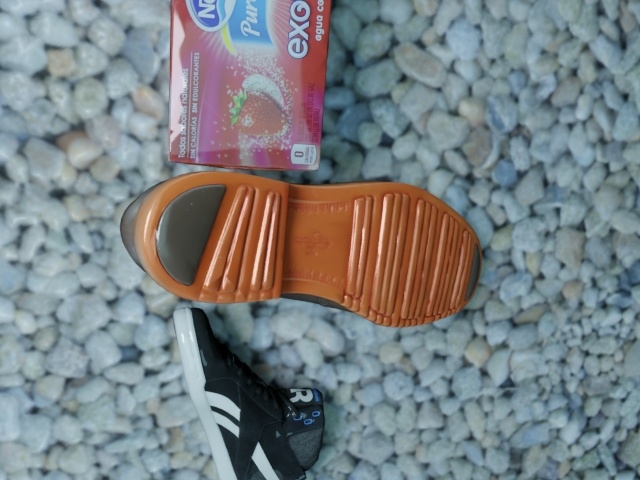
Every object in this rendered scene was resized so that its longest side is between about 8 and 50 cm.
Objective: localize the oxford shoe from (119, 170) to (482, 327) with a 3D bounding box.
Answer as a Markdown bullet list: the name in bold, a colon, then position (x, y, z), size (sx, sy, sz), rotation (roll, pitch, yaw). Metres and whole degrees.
- **oxford shoe**: position (0.000, 0.000, 0.564), size (0.363, 0.133, 0.130), rotation (12, 90, -32)

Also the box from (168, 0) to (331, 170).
- **box**: position (-0.062, -0.189, 0.504), size (0.122, 0.128, 0.257), rotation (2, 100, -12)

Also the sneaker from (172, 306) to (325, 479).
- **sneaker**: position (-0.062, 0.147, 0.596), size (0.121, 0.079, 0.217), rotation (-17, 111, -12)
